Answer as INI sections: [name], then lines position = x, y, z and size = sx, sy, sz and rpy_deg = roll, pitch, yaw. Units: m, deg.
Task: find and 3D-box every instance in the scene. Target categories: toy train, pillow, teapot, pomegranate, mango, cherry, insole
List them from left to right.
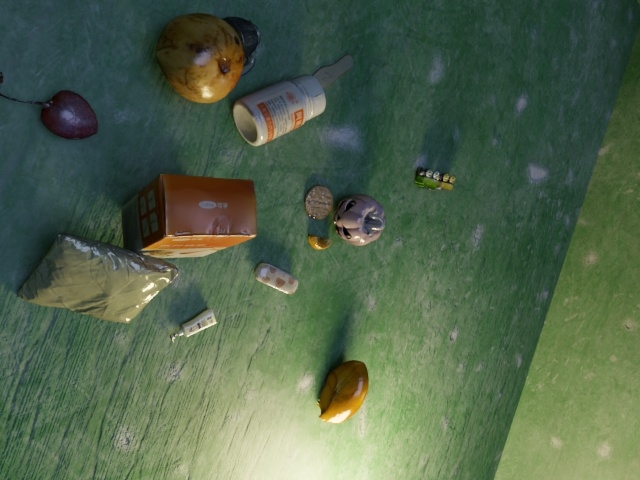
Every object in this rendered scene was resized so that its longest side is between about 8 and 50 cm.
[cherry]
position = -0.609, -0.310, 1.075
size = 0.225, 0.090, 0.107
rpy_deg = 36, 90, -27
[pillow]
position = -0.530, 0.108, 1.143
size = 0.281, 0.076, 0.274
rpy_deg = 24, 128, -37
[pomegranate]
position = -0.305, -0.456, 1.200
size = 0.215, 0.215, 0.215
rpy_deg = -9, 105, -35
[teapot]
position = -0.211, -0.536, 1.306
size = 0.108, 0.111, 0.149
rpy_deg = -38, 115, -41
[insole]
position = 0.041, -0.548, 1.551
size = 0.188, 0.004, 0.064
rpy_deg = -40, 122, -23
[mango]
position = 0.090, 0.547, 1.742
size = 0.126, 0.154, 0.252
rpy_deg = 27, 97, -44
[toy train]
position = 0.456, -0.237, 1.894
size = 0.202, 0.060, 0.081
rpy_deg = 6, 103, -37

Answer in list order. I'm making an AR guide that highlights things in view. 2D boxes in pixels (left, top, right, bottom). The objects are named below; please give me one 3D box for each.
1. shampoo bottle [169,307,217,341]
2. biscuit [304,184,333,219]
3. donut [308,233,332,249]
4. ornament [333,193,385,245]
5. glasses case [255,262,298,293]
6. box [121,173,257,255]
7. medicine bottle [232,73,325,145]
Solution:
[shampoo bottle]
position = -0.374, 0.250, 1.399
size = 0.141, 0.034, 0.048
rpy_deg = -26, 121, -29
[biscuit]
position = -0.004, -0.128, 1.602
size = 0.120, 0.015, 0.120
rpy_deg = -8, 104, -35
[donut]
position = 0.000, 0.000, 1.619
size = 0.067, 0.038, 0.083
rpy_deg = -46, 124, -16
[ornament]
position = 0.138, -0.070, 1.629
size = 0.178, 0.177, 0.177
rpy_deg = -9, 105, -35
[glasses case]
position = -0.140, 0.123, 1.539
size = 0.164, 0.041, 0.063
rpy_deg = 31, 81, -36
[box]
position = -0.328, -0.048, 1.162
size = 0.225, 0.341, 0.143
rpy_deg = -1, 80, -37
[medicine bottle]
position = -0.116, -0.384, 1.386
size = 0.252, 0.145, 0.144
rpy_deg = -36, 119, -26
